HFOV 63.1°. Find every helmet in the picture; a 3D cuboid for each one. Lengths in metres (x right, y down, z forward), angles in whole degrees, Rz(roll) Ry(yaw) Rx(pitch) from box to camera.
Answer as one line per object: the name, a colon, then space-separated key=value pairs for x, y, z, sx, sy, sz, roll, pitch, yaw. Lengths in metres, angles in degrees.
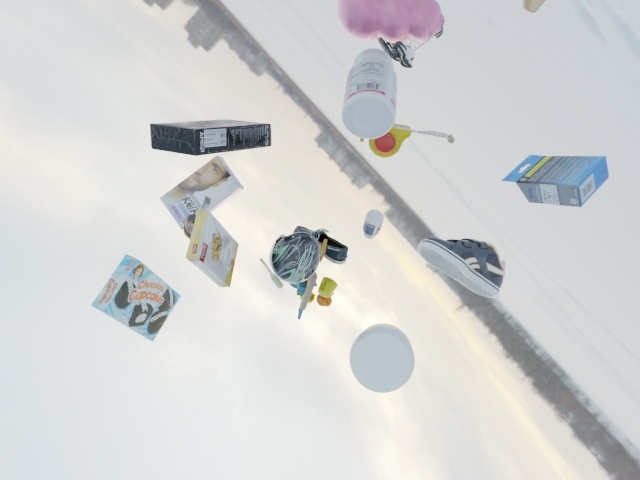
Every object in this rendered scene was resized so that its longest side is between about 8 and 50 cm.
helmet: x=-0.080 y=0.055 z=1.688 sx=0.169 sy=0.169 sz=0.161 roll=43 pitch=163 yaw=-24

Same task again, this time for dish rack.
dish rack: x=0.374 y=-0.904 z=2.231 sx=0.208 sy=0.271 sz=0.074 roll=53 pitch=-177 yaw=-7

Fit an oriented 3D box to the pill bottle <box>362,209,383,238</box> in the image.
pill bottle: x=0.192 y=-0.057 z=1.926 sx=0.067 sy=0.067 sz=0.120 roll=51 pitch=158 yaw=21

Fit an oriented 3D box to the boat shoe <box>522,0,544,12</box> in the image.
boat shoe: x=0.578 y=-0.657 z=1.322 sx=0.063 sy=0.170 sz=0.059 roll=0 pitch=-135 yaw=-24

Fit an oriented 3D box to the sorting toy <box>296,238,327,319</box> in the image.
sorting toy: x=-0.048 y=0.126 z=1.901 sx=0.047 sy=0.348 sz=0.196 roll=16 pitch=-146 yaw=-7

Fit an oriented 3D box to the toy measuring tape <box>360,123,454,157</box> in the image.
toy measuring tape: x=0.283 y=-0.332 z=1.782 sx=0.330 sy=0.121 sz=0.121 roll=10 pitch=-169 yaw=2

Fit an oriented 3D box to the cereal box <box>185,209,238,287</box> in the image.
cereal box: x=-0.352 y=0.032 z=1.726 sx=0.240 sy=0.047 sz=0.173 roll=59 pitch=-146 yaw=-58

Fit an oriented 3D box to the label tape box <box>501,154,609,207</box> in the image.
label tape box: x=0.972 y=-0.255 z=2.168 sx=0.333 sy=0.240 sz=0.106 roll=14 pitch=134 yaw=52

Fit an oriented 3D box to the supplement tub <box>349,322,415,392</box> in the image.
supplement tub: x=0.229 y=0.432 z=1.933 sx=0.235 sy=0.235 sz=0.325 roll=49 pitch=-178 yaw=10

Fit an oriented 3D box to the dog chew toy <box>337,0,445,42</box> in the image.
dog chew toy: x=0.227 y=-0.723 z=1.649 sx=0.331 sy=0.207 sz=0.206 roll=20 pitch=-177 yaw=15

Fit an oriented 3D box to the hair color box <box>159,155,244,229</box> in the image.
hair color box: x=-0.548 y=-0.219 z=2.415 sx=0.185 sy=0.338 sz=0.110 roll=54 pitch=-176 yaw=0

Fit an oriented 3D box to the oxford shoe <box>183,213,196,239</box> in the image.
oxford shoe: x=-0.463 y=-0.037 z=2.017 sx=0.096 sy=0.098 sz=0.271 roll=5 pitch=-148 yaw=-33

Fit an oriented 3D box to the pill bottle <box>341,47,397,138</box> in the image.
pill bottle: x=0.155 y=-0.459 z=1.603 sx=0.160 sy=0.160 sz=0.283 roll=41 pitch=-140 yaw=-31

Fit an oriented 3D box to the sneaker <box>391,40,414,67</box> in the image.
sneaker: x=0.214 y=-0.487 z=1.341 sx=0.040 sy=0.044 sz=0.109 roll=19 pitch=179 yaw=26

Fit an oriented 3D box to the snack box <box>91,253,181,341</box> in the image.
snack box: x=-0.592 y=0.196 z=1.711 sx=0.060 sy=0.187 sz=0.322 roll=21 pitch=160 yaw=20

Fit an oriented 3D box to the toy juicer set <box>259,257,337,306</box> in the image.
toy juicer set: x=-0.082 y=0.166 z=2.139 sx=0.328 sy=0.089 sz=0.209 roll=22 pitch=151 yaw=16

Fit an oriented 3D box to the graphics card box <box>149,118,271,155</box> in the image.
graphics card box: x=-0.375 y=-0.367 z=1.825 sx=0.232 sy=0.094 sz=0.371 roll=15 pitch=-158 yaw=34

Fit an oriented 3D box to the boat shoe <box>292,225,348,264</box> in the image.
boat shoe: x=0.000 y=0.000 z=1.996 sx=0.254 sy=0.079 sz=0.095 roll=35 pitch=-143 yaw=31

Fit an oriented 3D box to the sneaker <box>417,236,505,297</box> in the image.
sneaker: x=0.406 y=0.045 z=1.479 sx=0.321 sy=0.128 sz=0.126 roll=31 pitch=169 yaw=-32
